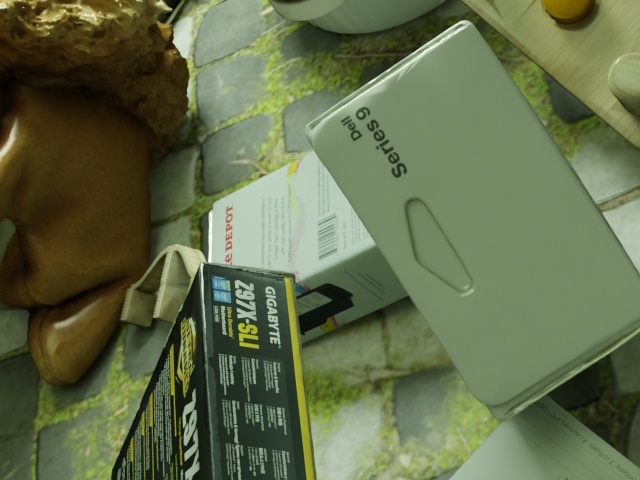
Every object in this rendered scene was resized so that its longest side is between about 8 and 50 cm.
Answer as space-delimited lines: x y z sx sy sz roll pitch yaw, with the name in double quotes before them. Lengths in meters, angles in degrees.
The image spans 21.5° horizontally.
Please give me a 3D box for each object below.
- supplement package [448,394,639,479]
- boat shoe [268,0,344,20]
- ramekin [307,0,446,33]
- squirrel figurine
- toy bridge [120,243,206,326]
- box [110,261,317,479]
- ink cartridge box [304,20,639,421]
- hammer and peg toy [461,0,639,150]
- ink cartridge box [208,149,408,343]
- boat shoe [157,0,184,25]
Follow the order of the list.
"supplement package" 0.149 0.240 1.015 0.203 0.149 0.194 -47 45 -5
"boat shoe" 0.028 -0.334 1.370 0.116 0.097 0.324 12 66 40
"ramekin" 0.044 -0.319 1.513 0.277 0.135 0.277 -18 50 23
"squirrel figurine" -0.300 -0.125 1.443 0.281 0.370 0.397 29 77 44
"toy bridge" -0.117 0.036 1.371 0.188 0.026 0.063 -12 64 66
"box" -0.076 0.218 1.132 0.322 0.079 0.257 -97 26 -42
"ink cartridge box" 0.108 -0.020 1.096 0.121 0.211 0.289 -34 1 8
"hammer and peg toy" 0.265 -0.278 1.245 0.266 0.127 0.361 43 98 20
"ink cartridge box" 0.000 0.000 1.338 0.175 0.072 0.127 -26 47 29
"boat shoe" -0.136 -0.265 1.662 0.043 0.049 0.137 30 81 41
